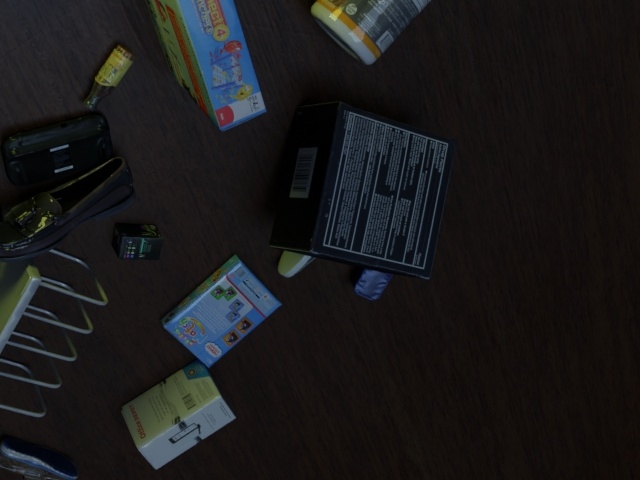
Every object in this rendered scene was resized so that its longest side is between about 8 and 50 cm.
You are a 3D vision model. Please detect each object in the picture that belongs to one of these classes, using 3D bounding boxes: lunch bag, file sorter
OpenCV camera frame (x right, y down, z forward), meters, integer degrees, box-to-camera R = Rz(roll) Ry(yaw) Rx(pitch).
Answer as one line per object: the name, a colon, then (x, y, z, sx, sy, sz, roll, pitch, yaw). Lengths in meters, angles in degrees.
lunch bag: (0.114, 0.076, 2.236, 0.067, 0.065, 0.098, 27, 103, -19)
file sorter: (-0.548, 0.161, 1.879, 0.173, 0.193, 0.278, 23, 104, -36)

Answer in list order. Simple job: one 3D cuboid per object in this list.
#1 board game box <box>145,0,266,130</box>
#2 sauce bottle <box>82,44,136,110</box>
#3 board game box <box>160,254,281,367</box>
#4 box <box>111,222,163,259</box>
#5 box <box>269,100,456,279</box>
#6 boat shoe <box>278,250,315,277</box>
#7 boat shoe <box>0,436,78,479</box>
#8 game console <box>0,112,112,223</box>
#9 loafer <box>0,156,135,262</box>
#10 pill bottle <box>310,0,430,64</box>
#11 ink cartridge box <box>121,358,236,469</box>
board game box: (-0.219, -0.381, 1.679, 0.086, 0.302, 0.308, -25, 125, -13)
sauce bottle: (-0.384, -0.292, 1.805, 0.042, 0.042, 0.128, 30, 99, -35)
board game box: (-0.210, 0.153, 2.132, 0.211, 0.039, 0.160, -41, 126, -2)
box: (-0.360, 0.003, 1.963, 0.083, 0.062, 0.052, 2, 116, -27)
box: (0.085, -0.094, 2.006, 0.294, 0.182, 0.296, 14, 86, -31)
boat shoe: (0.000, 0.000, 2.130, 0.219, 0.078, 0.070, -49, 125, 3)
boat shoe: (-0.601, 0.473, 2.103, 0.183, 0.066, 0.066, 32, 104, -25)
game console: (-0.548, -0.129, 1.801, 0.361, 0.044, 0.213, -19, 134, -23)
loafer: (-0.472, -0.066, 1.809, 0.302, 0.109, 0.095, -30, 144, -35)
pill bottle: (0.127, -0.481, 1.883, 0.278, 0.162, 0.162, -48, 126, 3)
ink cartridge box: (-0.305, 0.369, 2.135, 0.203, 0.148, 0.086, -32, 127, -6)
